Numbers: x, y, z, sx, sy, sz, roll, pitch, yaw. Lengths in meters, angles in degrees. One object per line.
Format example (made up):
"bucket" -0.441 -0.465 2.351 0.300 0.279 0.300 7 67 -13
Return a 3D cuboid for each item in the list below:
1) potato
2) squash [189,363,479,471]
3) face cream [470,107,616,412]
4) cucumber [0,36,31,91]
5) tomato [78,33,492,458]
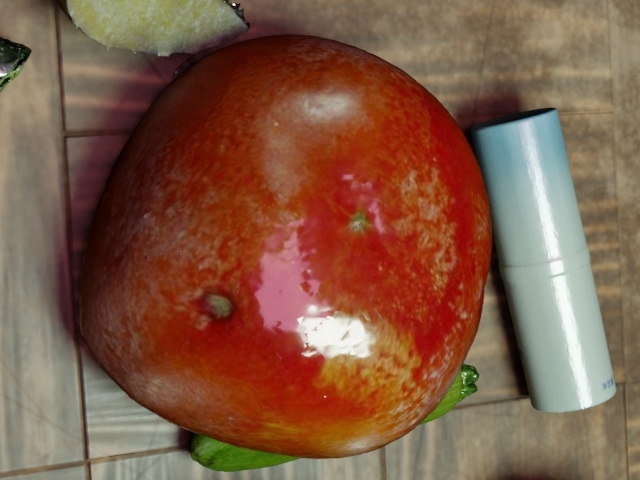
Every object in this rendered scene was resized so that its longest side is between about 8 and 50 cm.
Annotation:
"potato" -0.143 -0.197 0.922 0.100 0.089 0.172 -46 141 5
"squash" 0.019 0.131 0.996 0.258 0.069 0.069 -13 97 -22
"face cream" 0.190 0.017 1.058 0.077 0.077 0.250 -16 99 -22
"cucumber" -0.322 -0.159 0.847 0.245 0.067 0.067 25 82 -19
"tomato" -0.002 -0.004 0.906 0.338 0.143 0.339 3 80 -16
